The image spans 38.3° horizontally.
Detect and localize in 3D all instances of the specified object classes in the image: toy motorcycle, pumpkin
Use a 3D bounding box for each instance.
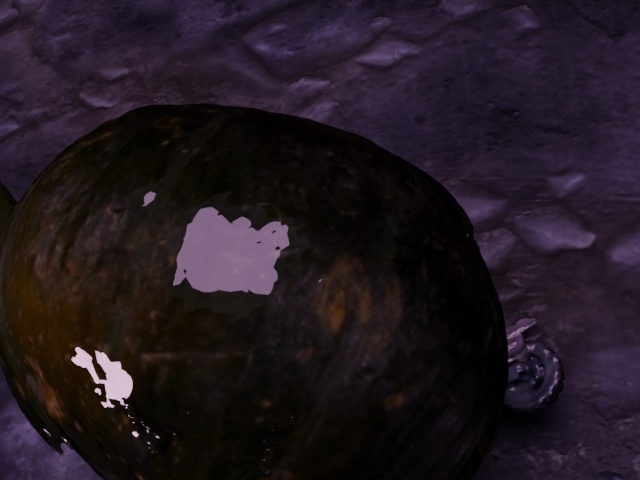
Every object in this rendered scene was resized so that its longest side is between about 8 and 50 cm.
[{"bbox_3d":[0.124,0.123,0.993,0.239,0.108,0.204,-16,52,4],"label":"toy motorcycle"},{"bbox_3d":[-0.058,0.083,0.794,0.454,0.454,0.344,9,69,21],"label":"pumpkin"}]

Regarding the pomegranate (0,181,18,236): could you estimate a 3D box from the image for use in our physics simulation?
[{"bbox_3d":[-0.507,0.019,1.174,0.270,0.254,0.254,-9,52,23],"label":"pomegranate"}]
